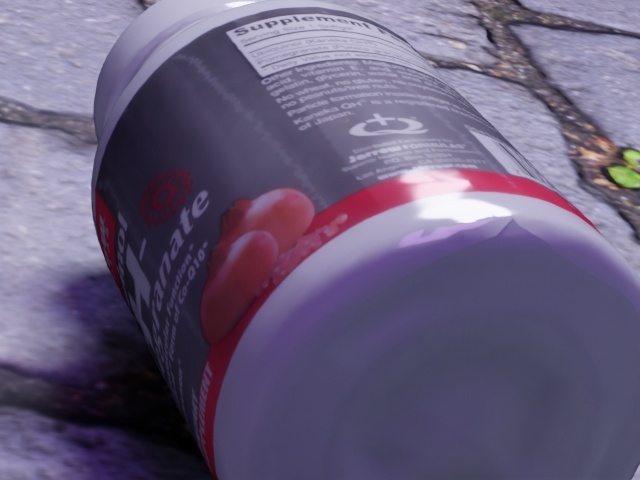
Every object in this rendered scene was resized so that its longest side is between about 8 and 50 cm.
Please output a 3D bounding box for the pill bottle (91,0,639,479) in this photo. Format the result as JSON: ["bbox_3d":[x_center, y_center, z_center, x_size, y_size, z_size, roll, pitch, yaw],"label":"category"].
[{"bbox_3d":[0.000,0.000,0.773,0.176,0.176,0.318,3,25,-23],"label":"pill bottle"}]
